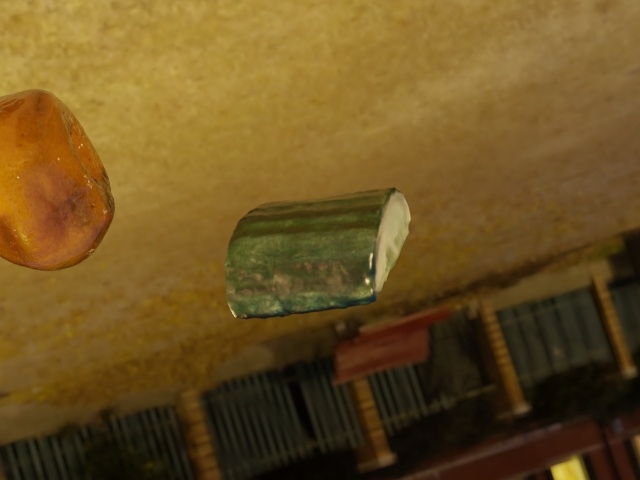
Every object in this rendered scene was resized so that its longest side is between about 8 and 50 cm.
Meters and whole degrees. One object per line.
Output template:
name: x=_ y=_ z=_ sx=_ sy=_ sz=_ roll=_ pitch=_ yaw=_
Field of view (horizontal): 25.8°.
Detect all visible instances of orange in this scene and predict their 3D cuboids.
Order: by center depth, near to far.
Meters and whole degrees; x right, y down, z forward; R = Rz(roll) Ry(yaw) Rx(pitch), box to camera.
orange: x=-0.392 y=-0.072 z=1.852 sx=0.183 sy=0.249 sz=0.249 roll=-25 pitch=172 yaw=6

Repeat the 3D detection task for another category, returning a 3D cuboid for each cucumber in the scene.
cucumber: x=0.000 y=0.000 z=0.995 sx=0.115 sy=0.062 sz=0.116 roll=-4 pitch=-151 yaw=21
